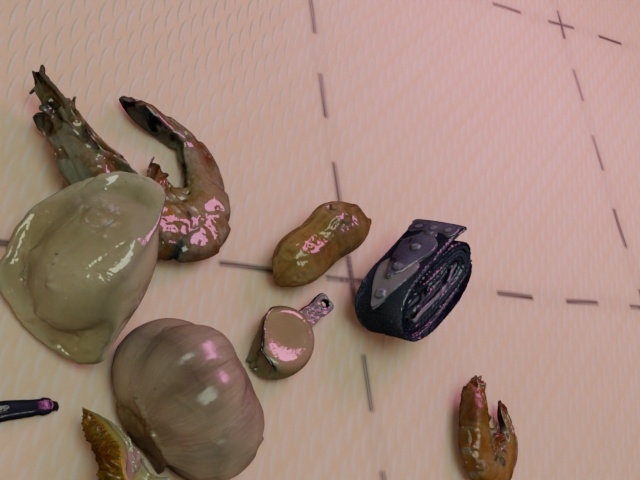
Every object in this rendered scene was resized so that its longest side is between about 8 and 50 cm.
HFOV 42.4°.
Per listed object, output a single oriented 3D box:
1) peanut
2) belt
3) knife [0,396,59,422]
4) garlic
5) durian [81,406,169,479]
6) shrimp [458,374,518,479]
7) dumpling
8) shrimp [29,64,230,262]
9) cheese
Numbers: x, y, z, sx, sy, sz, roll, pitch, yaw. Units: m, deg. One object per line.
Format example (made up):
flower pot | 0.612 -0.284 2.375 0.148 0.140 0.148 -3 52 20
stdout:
peanut | 0.000 0.000 1.278 0.214 0.099 0.099 -37 88 -34
belt | 0.139 0.068 1.310 0.218 0.129 0.122 -44 130 -38
knife | -0.368 0.204 0.974 0.121 0.018 0.031 -3 60 -34
garlic | -0.155 0.187 1.044 0.229 0.142 0.178 47 51 9
durian | -0.232 0.299 0.969 0.224 0.078 0.140 51 6 14
shrimp | 0.263 0.305 1.313 0.132 0.052 0.187 23 59 -44
dumpling | -0.300 0.020 1.038 0.180 0.131 0.252 23 85 2
shrimp | -0.267 -0.118 1.179 0.360 0.085 0.247 44 42 -9
cheese | -0.045 0.128 1.202 0.092 0.048 0.171 38 52 -13
